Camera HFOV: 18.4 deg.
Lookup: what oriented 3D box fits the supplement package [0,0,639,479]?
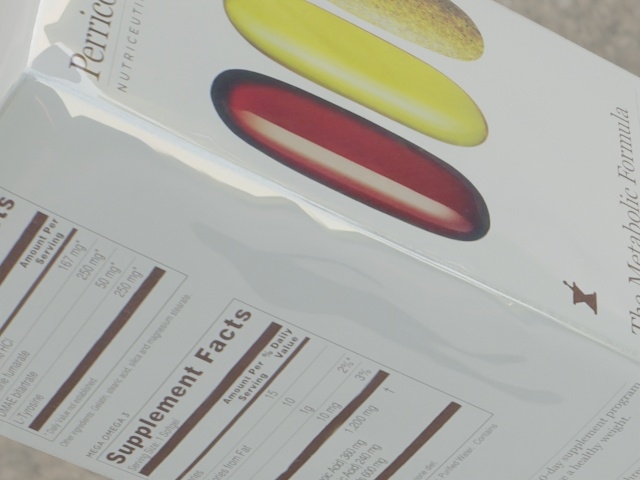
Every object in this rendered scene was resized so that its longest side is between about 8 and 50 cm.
[{"bbox_3d":[0.000,0.000,0.607,0.134,0.244,0.139,-50,25,37],"label":"supplement package"}]
